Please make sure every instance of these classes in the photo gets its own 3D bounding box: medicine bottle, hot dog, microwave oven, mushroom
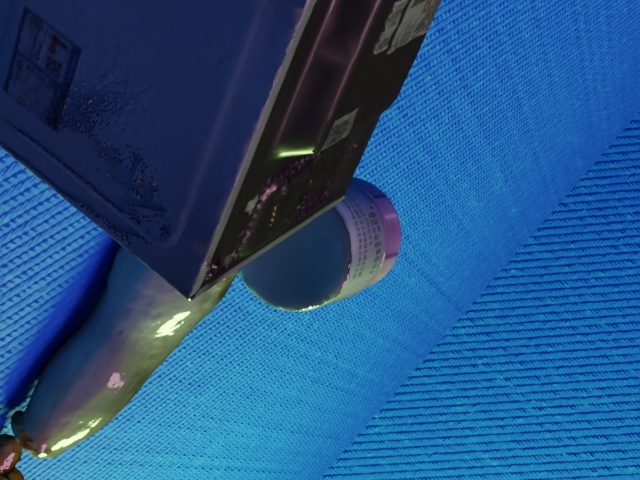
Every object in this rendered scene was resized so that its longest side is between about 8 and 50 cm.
[{"bbox_3d":[0.000,0.000,1.691,0.135,0.135,0.168,-53,165,17],"label":"medicine bottle"},{"bbox_3d":[-0.318,0.243,1.539,0.140,0.060,0.090,-48,172,27],"label":"hot dog"},{"bbox_3d":[-0.052,-0.161,0.907,0.181,0.237,0.295,-35,156,-48],"label":"microwave oven"},{"bbox_3d":[-0.159,0.068,1.474,0.351,0.097,0.109,-52,168,22],"label":"mushroom"}]
